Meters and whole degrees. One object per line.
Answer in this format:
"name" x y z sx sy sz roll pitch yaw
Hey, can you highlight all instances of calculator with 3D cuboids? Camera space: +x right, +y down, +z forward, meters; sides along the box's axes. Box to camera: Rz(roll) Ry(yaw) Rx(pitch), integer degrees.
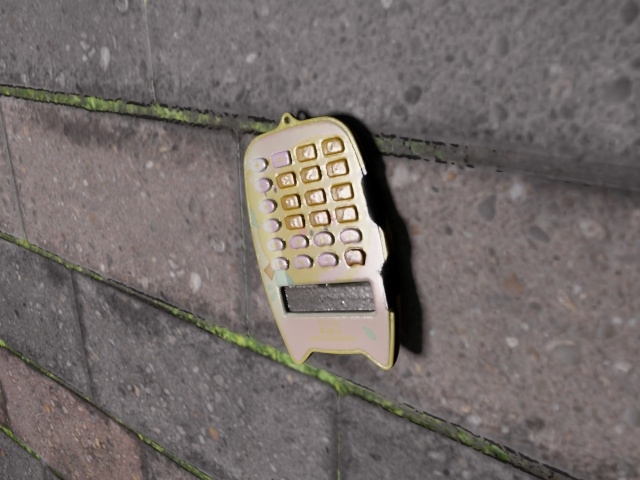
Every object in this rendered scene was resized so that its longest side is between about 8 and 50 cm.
"calculator" 0.000 0.000 0.544 0.157 0.033 0.236 -6 101 42
